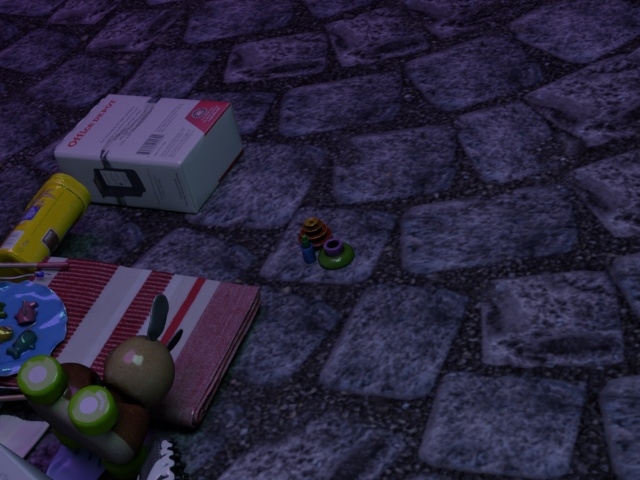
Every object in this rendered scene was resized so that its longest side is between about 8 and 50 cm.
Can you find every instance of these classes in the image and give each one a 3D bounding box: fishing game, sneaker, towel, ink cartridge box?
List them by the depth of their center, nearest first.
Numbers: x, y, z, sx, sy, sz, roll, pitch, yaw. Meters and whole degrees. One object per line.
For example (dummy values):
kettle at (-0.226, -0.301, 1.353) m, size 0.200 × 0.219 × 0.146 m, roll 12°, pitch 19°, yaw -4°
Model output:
sneaker at (-0.194, 0.304, 1.288) m, size 0.106 × 0.078 × 0.234 m, roll -11°, pitch 38°, yaw 2°
fishing game at (-0.421, 0.107, 1.538) m, size 0.189 × 0.041 × 0.264 m, roll 0°, pitch 40°, yaw 5°
towel at (-0.265, 0.125, 1.550) m, size 0.329 × 0.037 × 0.237 m, roll 9°, pitch 42°, yaw 18°
ink cartridge box at (-0.268, -0.140, 1.878) m, size 0.237 × 0.100 × 0.172 m, roll 7°, pitch 42°, yaw 25°

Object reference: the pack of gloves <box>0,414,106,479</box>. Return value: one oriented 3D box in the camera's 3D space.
pack of gloves at (-0.354, 0.285, 1.398) m, size 0.195 × 0.046 × 0.232 m, roll -1°, pitch 39°, yaw 20°

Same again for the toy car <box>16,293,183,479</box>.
toy car at (-0.230, 0.152, 1.380) m, size 0.149 × 0.155 × 0.188 m, roll 26°, pitch 65°, yaw 23°

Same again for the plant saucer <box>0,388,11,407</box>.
plant saucer at (-0.457, 0.240, 1.489) m, size 0.067 × 0.018 × 0.192 m, roll 28°, pitch 41°, yaw -5°

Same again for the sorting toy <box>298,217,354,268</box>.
sorting toy at (0.000, 0.000, 1.647) m, size 0.061 × 0.042 × 0.102 m, roll -31°, pitch 39°, yaw -20°

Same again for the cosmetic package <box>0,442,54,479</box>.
cosmetic package at (-0.301, 0.354, 1.162) m, size 0.224 × 0.138 × 0.225 m, roll 28°, pitch 75°, yaw 42°

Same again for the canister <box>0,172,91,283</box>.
canister at (-0.416, -0.003, 1.741) m, size 0.126 × 0.073 × 0.170 m, roll -40°, pitch 18°, yaw 45°
